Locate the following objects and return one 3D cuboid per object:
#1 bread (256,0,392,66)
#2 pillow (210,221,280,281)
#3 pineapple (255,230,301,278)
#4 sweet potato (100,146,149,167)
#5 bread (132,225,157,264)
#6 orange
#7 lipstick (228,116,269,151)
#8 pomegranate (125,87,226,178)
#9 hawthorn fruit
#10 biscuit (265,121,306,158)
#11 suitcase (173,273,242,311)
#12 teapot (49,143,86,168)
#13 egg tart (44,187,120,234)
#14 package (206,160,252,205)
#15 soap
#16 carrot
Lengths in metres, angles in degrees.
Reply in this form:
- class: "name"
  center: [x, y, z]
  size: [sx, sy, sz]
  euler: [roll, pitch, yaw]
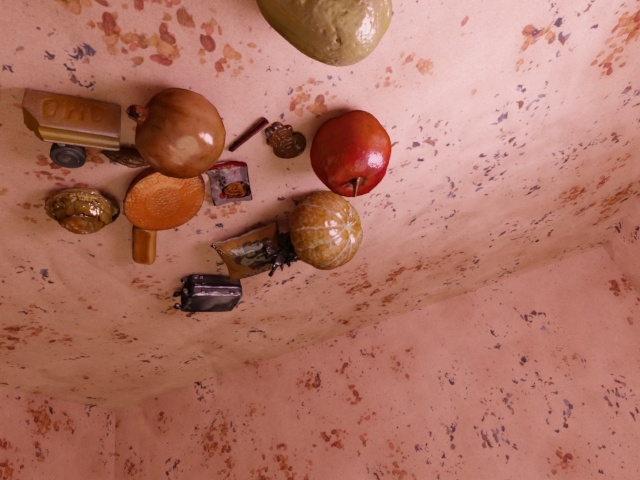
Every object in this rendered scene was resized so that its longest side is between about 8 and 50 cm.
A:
- class: "bread"
  center: [0.005, -0.550, 0.964]
  size: [0.320, 0.320, 0.237]
  euler: [19, 114, -43]
- class: "pillow"
  center: [-0.304, 0.060, 1.906]
  size: [0.310, 0.119, 0.312]
  euler: [-21, 145, -8]
- class: "pineapple"
  center: [-0.135, 0.037, 1.801]
  size: [0.165, 0.166, 0.364]
  euler: [-40, 171, 32]
- class: "sweet potato"
  center: [-0.591, -0.264, 1.345]
  size: [0.205, 0.068, 0.060]
  euler: [-4, 170, -29]
- class: "bread"
  center: [-0.705, 0.006, 1.689]
  size: [0.092, 0.074, 0.239]
  euler: [13, 138, -14]
- class: "orange"
  center: [0.026, -0.042, 1.720]
  size: [0.249, 0.330, 0.329]
  euler: [-13, 155, 38]
- class: "lipstick"
  center: [-0.245, -0.350, 1.408]
  size: [0.176, 0.027, 0.027]
  euler: [-31, 145, 24]
- class: "pomegranate"
  center: [-0.416, -0.310, 1.203]
  size: [0.252, 0.229, 0.270]
  euler: [-33, 138, 23]
- class: "hawthorn fruit"
  center: [0.105, -0.266, 1.418]
  size: [0.286, 0.330, 0.287]
  euler: [-2, 141, -2]
- class: "biscuit"
  center: [-0.123, -0.344, 1.470]
  size: [0.124, 0.026, 0.175]
  euler: [-30, 145, 19]
- class: "suitcase"
  center: [-0.559, 0.271, 2.106]
  size: [0.312, 0.128, 0.202]
  euler: [6, 141, -33]
- class: "teapot"
  center: [-0.734, -0.281, 1.229]
  size: [0.092, 0.091, 0.124]
  euler: [8, 146, -35]
- class: "egg tart"
  center: [-0.828, -0.091, 1.465]
  size: [0.240, 0.106, 0.241]
  euler: [-11, 152, -6]
- class: "package"
  center: [-0.340, -0.211, 1.569]
  size: [0.154, 0.030, 0.239]
  euler: [-9, 148, -8]
- class: "soap"
  center: [-0.671, -0.326, 1.142]
  size: [0.231, 0.140, 0.073]
  euler: [3, 139, -28]
- class: "carrot"
  center: [-0.552, -0.161, 1.505]
  size: [0.307, 0.100, 0.258]
  euler: [-37, 141, 17]
